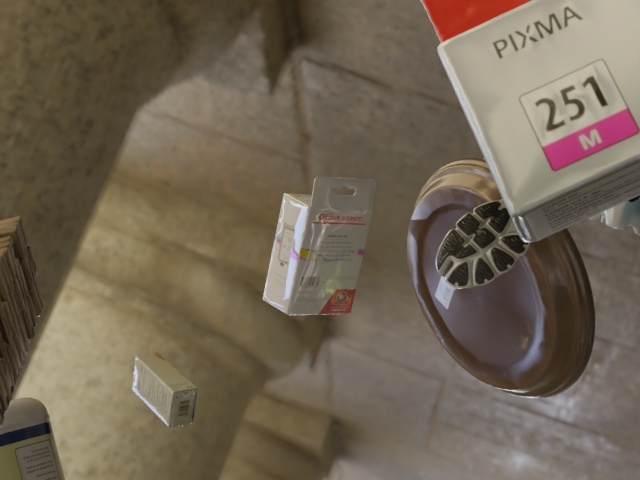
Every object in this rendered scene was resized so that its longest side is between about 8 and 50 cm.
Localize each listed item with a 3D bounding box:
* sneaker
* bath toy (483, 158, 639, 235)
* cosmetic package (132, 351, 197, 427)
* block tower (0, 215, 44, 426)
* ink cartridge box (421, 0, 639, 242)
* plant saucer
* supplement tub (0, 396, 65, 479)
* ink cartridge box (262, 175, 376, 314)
[{"bbox_3d":[0.185,-0.009,1.374,0.068,0.170,0.071,48,169,21],"label":"sneaker"},{"bbox_3d":[0.371,-0.092,1.937,0.151,0.129,0.348,11,-173,-45],"label":"bath toy"},{"bbox_3d":[-0.220,0.209,2.026,0.041,0.060,0.115,-7,-152,-34],"label":"cosmetic package"},{"bbox_3d":[-0.303,0.071,1.213,0.097,0.091,0.335,-13,-163,1],"label":"block tower"},{"bbox_3d":[0.200,-0.160,0.867,0.275,0.239,0.060,-25,155,8],"label":"ink cartridge box"},{"bbox_3d":[0.183,0.048,1.555,0.278,0.041,0.278,36,138,41],"label":"plant saucer"},{"bbox_3d":[-0.409,0.373,1.743,0.235,0.325,0.235,-16,175,-1],"label":"supplement tub"},{"bbox_3d":[0.000,0.000,1.998,0.115,0.198,0.067,2,-163,-38],"label":"ink cartridge box"}]
